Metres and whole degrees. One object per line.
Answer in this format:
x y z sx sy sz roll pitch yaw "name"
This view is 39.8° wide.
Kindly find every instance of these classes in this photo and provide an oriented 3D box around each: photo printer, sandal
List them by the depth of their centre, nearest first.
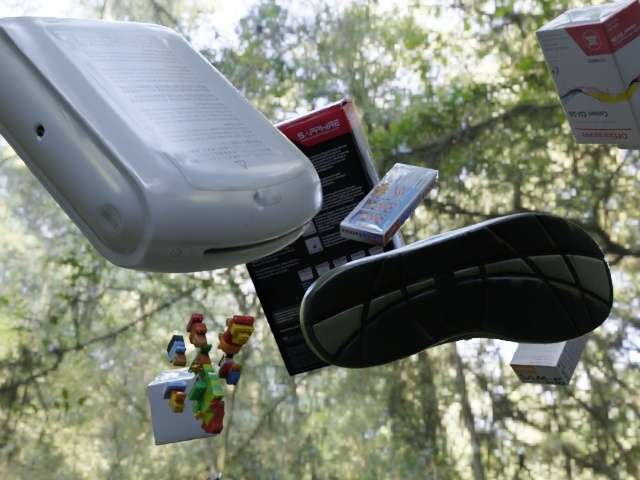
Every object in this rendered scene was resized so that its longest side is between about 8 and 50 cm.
0.126 0.044 0.818 0.302 0.120 0.086 -7 -3 -10 "sandal"
-0.158 -0.093 0.869 0.256 0.307 0.107 -14 -37 -52 "photo printer"

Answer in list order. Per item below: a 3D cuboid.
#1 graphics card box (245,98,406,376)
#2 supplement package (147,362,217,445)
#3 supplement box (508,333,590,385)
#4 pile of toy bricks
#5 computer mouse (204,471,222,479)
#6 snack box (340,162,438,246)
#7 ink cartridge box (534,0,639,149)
0.000 0.000 1.328 0.232 0.371 0.094 -19 10 16 "graphics card box"
-0.233 0.281 1.543 0.105 0.105 0.179 -8 0 -4 "supplement package"
0.263 0.114 1.002 0.062 0.098 0.036 -5 -47 48 "supplement box"
-0.165 0.209 1.292 0.118 0.105 0.212 7 -52 -30 "pile of toy bricks"
-0.113 0.413 1.292 0.262 0.184 0.060 -40 -45 22 "computer mouse"
0.094 -0.051 1.181 0.064 0.178 0.022 14 -53 25 "snack box"
0.351 -0.182 1.073 0.115 0.067 0.198 14 -45 62 "ink cartridge box"
